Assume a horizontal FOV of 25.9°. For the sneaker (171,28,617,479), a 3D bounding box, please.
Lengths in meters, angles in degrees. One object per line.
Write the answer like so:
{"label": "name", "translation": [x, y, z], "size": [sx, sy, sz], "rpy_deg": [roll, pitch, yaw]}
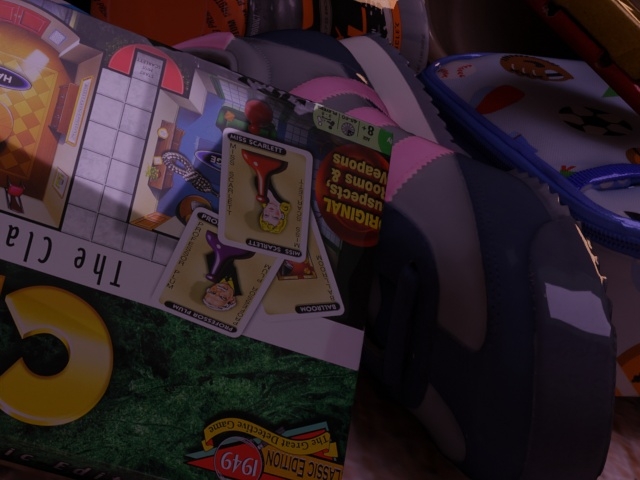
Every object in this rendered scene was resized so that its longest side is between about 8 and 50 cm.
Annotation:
{"label": "sneaker", "translation": [0.000, 0.000, 0.547], "size": [0.131, 0.112, 0.319], "rpy_deg": [0, 23, -19]}

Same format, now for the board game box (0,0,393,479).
{"label": "board game box", "translation": [-0.105, -0.013, 0.391], "size": [0.260, 0.136, 0.030], "rpy_deg": [19, -25, -20]}

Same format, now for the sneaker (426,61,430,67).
{"label": "sneaker", "translation": [-0.004, -0.199, 1.100], "size": [0.234, 0.078, 0.106], "rpy_deg": [22, 23, -23]}

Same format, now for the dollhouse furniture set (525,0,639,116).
{"label": "dollhouse furniture set", "translation": [0.075, -0.190, 0.760], "size": [0.374, 0.152, 0.201], "rpy_deg": [50, 25, 18]}

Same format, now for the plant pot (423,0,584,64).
{"label": "plant pot", "translation": [0.234, -0.156, 1.061], "size": [0.263, 0.263, 0.229], "rpy_deg": [41, 0, 39]}

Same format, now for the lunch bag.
{"label": "lunch bag", "translation": [0.205, -0.008, 0.715], "size": [0.304, 0.114, 0.243], "rpy_deg": [0, 25, -25]}

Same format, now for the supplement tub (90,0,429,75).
{"label": "supplement tub", "translation": [-0.031, -0.117, 0.775], "size": [0.117, 0.117, 0.190], "rpy_deg": [35, 21, 28]}

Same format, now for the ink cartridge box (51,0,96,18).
{"label": "ink cartridge box", "translation": [-0.180, -0.076, 0.513], "size": [0.191, 0.082, 0.140], "rpy_deg": [29, 19, 13]}

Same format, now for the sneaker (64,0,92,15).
{"label": "sneaker", "translation": [-0.162, -0.134, 0.727], "size": [0.082, 0.069, 0.209], "rpy_deg": [25, 17, 11]}
